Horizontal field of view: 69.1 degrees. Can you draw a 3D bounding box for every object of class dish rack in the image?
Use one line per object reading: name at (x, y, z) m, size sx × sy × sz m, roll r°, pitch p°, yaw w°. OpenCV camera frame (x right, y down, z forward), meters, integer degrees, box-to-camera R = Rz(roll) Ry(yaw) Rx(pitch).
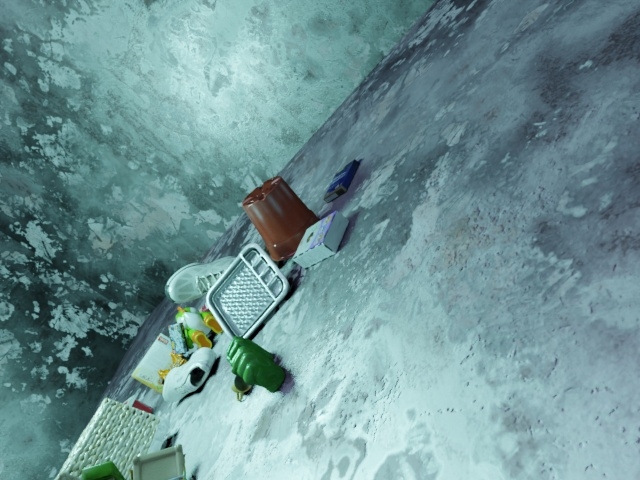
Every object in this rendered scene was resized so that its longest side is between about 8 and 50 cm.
dish rack at (-0.278, 0.208, 1.821) m, size 0.333 × 0.072 × 0.285 m, roll -48°, pitch 60°, yaw 8°

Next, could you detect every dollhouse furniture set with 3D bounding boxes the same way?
dollhouse furniture set at (-0.536, 0.760, 1.378) m, size 0.198 × 0.301 × 0.152 m, roll -117°, pitch 21°, yaw -47°

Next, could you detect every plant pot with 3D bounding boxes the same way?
plant pot at (-0.169, -0.104, 1.923) m, size 0.272 × 0.265 × 0.272 m, roll -29°, pitch 24°, yaw 14°

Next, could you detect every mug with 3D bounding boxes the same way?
mug at (-0.263, 0.467, 1.492) m, size 0.064 × 0.062 × 0.078 m, roll -42°, pitch 12°, yaw 49°

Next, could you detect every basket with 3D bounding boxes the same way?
basket at (-0.763, 0.803, 1.667) m, size 0.328 × 0.266 × 0.331 m, roll -51°, pitch 15°, yaw 29°

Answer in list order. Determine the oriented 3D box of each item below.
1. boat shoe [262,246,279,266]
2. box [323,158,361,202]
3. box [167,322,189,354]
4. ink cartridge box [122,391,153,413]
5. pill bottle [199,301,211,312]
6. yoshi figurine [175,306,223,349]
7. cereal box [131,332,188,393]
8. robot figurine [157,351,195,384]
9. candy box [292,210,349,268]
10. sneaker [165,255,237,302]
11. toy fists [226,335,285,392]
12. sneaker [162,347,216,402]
boat shoe at (-0.215, 0.052, 2.114) m, size 0.095 × 0.095 × 0.257 m, roll -45°, pitch 18°, yaw -1°
box at (0.099, -0.278, 2.080) m, size 0.136 × 0.036 × 0.225 m, roll -29°, pitch 28°, yaw 50°
box at (-0.659, 0.454, 2.152) m, size 0.093 × 0.137 × 0.027 m, roll -17°, pitch -6°, yaw 38°
ink cartridge box at (-0.899, 0.886, 2.099) m, size 0.271 × 0.130 × 0.310 m, roll -39°, pitch 22°, yaw 28°
pill bottle at (-0.542, 0.328, 2.377) m, size 0.152 × 0.086 × 0.086 m, roll -49°, pitch 18°, yaw 5°
yoshi figurine at (-0.575, 0.422, 2.228) m, size 0.362 × 0.203 × 0.203 m, roll 9°, pitch 99°, yaw 55°
cereal box at (-0.791, 0.607, 2.303) m, size 0.240 × 0.173 × 0.047 m, roll -58°, pitch 18°, yaw -22°
robot figurine at (-0.675, 0.604, 2.171) m, size 0.291 × 0.085 × 0.211 m, roll -16°, pitch 40°, yaw 61°
candy box at (0.000, 0.000, 1.730) m, size 0.196 × 0.070 × 0.165 m, roll -29°, pitch 28°, yaw 48°
sneaker at (-0.489, 0.170, 2.187) m, size 0.257 × 0.169 × 0.447 m, roll -5°, pitch 13°, yaw 46°
toy fists at (-0.213, 0.371, 1.417) m, size 0.096 × 0.142 × 0.279 m, roll -54°, pitch 18°, yaw -7°
sneaker at (-0.551, 0.568, 1.893) m, size 0.305 × 0.114 × 0.152 m, roll -47°, pitch 17°, yaw 15°
